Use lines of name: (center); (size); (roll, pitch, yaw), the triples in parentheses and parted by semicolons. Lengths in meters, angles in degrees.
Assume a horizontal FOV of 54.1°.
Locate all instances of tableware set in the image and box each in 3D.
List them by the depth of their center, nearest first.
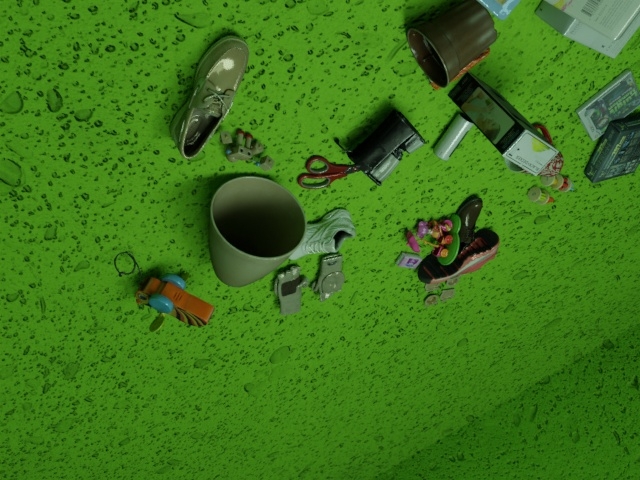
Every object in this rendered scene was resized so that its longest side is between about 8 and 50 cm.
tableware set: (0.455, 0.189, 2.365); (0.141, 0.020, 0.169); (-15, 137, -13)

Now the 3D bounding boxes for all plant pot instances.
plant pot: (0.323, -0.487, 1.517); (0.165, 0.167, 0.167); (-36, 138, -1)
plant pot: (-0.200, 0.008, 1.708); (0.256, 0.257, 0.274); (-3, 150, -25)

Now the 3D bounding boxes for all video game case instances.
video game case: (0.912, -0.422, 1.976); (0.190, 0.022, 0.173); (-40, 137, 15)

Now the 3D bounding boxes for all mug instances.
mug: (0.683, -0.268, 1.953); (0.169, 0.113, 0.150); (7, 130, -37)

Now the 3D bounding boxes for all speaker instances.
speaker: (0.383, -0.300, 1.807); (0.055, 0.055, 0.136); (10, 126, -34)

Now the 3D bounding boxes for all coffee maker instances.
coffee maker: (0.166, -0.261, 1.681); (0.178, 0.120, 0.171); (-45, 129, 15)

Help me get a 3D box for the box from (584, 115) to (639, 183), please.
box: (1.012, -0.307, 2.100); (0.183, 0.059, 0.233); (-15, 143, -16)

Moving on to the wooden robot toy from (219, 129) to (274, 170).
wooden robot toy: (-0.204, -0.227, 1.592); (0.173, 0.076, 0.079); (20, 156, -40)

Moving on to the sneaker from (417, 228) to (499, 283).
sneaker: (0.495, 0.087, 2.213); (0.313, 0.116, 0.136); (-26, 140, -1)

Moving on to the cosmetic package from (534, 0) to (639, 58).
cosmetic package: (0.716, -0.617, 1.593); (0.224, 0.138, 0.224); (8, 128, -31)

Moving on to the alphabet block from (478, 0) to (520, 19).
alphabet block: (0.355, -0.627, 1.335); (0.192, 0.197, 0.193); (26, 118, -32)

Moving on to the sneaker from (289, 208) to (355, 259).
sneaker: (0.000, 0.000, 1.868); (0.232, 0.115, 0.090); (-31, 138, 5)

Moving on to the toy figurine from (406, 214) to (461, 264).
toy figurine: (0.360, -0.014, 2.059); (0.159, 0.130, 0.173); (10, 106, -23)

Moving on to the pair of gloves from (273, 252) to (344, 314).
pair of gloves: (-0.037, 0.139, 2.049); (0.240, 0.042, 0.204); (-18, 135, -12)

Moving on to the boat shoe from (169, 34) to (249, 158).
boat shoe: (-0.246, -0.320, 1.430); (0.109, 0.098, 0.302); (17, 123, -38)

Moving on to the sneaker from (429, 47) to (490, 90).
sneaker: (0.361, -0.459, 1.641); (0.175, 0.064, 0.067); (-28, 159, 9)

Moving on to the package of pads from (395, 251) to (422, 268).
package of pads: (0.303, 0.068, 2.156); (0.083, 0.032, 0.050); (9, 129, -34)

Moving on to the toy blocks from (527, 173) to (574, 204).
toy blocks: (0.797, -0.170, 2.150); (0.148, 0.054, 0.123); (12, 125, -36)

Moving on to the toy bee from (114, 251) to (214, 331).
toy bee: (-0.451, 0.149, 1.786); (0.195, 0.298, 0.162); (-40, -177, -38)

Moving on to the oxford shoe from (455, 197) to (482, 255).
oxford shoe: (0.492, -0.042, 2.095); (0.082, 0.096, 0.227); (-1, 131, -24)

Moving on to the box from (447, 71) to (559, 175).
box: (0.481, -0.312, 1.667); (0.169, 0.290, 0.087); (19, 122, -38)

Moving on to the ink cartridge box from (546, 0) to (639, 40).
ink cartridge box: (0.591, -0.639, 1.434); (0.119, 0.353, 0.207); (-32, 157, -54)

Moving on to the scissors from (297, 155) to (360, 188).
scissors: (0.078, -0.194, 1.788); (0.297, 0.021, 0.109); (-4, 131, -26)
